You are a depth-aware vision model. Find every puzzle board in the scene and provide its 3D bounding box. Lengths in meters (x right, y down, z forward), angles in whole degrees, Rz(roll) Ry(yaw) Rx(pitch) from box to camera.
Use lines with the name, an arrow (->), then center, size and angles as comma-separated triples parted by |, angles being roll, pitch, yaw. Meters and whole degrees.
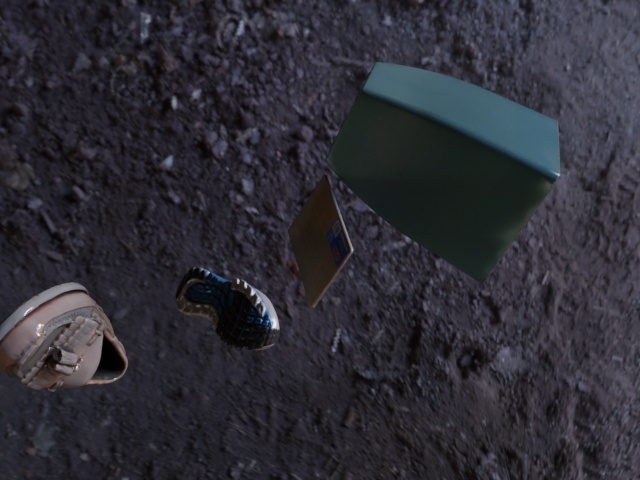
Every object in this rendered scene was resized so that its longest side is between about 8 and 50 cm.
puzzle board -> 0.000, 0.000, 0.979 | 0.096, 0.011, 0.128 | -56, 36, 33

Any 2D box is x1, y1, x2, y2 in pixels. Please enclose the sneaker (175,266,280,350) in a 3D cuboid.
sneaker -> -0.088, 0.079, 0.966 | 0.190, 0.083, 0.071 | 25, 92, 54

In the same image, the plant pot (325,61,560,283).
plant pot -> 0.138, -0.102, 1.010 | 0.234, 0.165, 0.166 | 28, 32, -2

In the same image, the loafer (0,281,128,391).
loafer -> -0.109, 0.047, 0.376 | 0.039, 0.125, 0.045 | 44, 84, 1
